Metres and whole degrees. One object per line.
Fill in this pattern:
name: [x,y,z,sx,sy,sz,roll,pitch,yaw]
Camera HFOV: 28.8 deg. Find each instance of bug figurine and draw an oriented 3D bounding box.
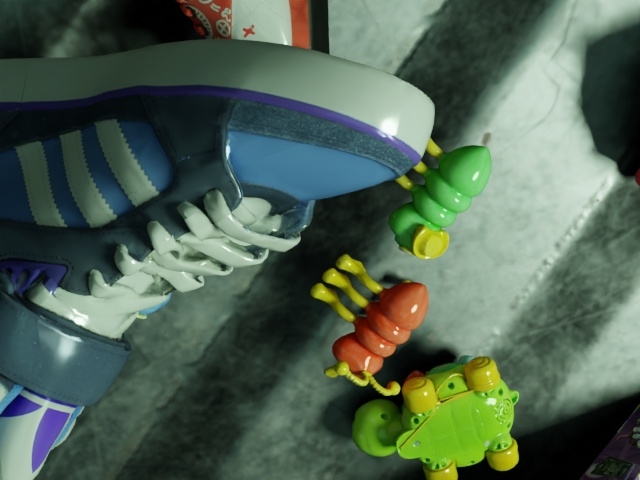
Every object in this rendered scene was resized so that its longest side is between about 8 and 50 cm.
bug figurine: [0.000,0.000,0.819,0.279,0.072,0.216,20,117,-37]

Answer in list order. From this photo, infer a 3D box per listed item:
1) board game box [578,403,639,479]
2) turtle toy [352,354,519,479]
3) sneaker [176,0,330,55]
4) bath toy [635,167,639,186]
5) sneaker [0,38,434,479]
board game box: [0.269,0.320,0.989,0.056,0.208,0.347,0,118,39]
turtle toy: [0.087,0.134,0.945,0.130,0.066,0.095,-17,112,-2]
sneaker: [-0.074,-0.176,0.800,0.144,0.090,0.270,0,122,9]
bath toy: [0.372,-0.004,0.915,0.348,0.151,0.129,30,142,-18]
sneaker: [-0.102,0.025,0.670,0.322,0.130,0.236,3,78,26]
